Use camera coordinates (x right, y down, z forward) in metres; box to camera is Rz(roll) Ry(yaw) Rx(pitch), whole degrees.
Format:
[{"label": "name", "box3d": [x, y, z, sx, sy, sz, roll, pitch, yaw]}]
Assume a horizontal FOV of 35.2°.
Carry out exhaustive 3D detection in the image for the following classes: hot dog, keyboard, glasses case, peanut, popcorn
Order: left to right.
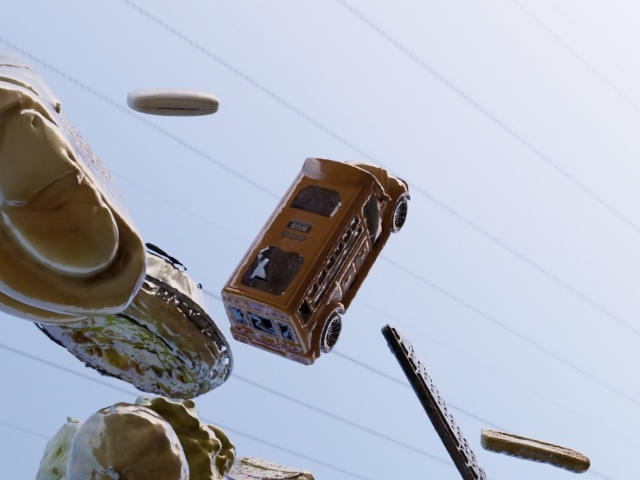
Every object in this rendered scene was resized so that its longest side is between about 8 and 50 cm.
[{"label": "peanut", "box3d": [-0.149, 0.229, 0.813, 0.103, 0.098, 0.229, -51, -33, -48]}, {"label": "popcorn", "box3d": [-0.221, 0.288, 1.229, 0.249, 0.249, 0.225, 11, -107, -44]}, {"label": "glasses case", "box3d": [-0.131, -0.123, 0.899, 0.083, 0.032, 0.021, -2, -62, -23]}, {"label": "keyboard", "box3d": [0.144, 0.220, 0.971, 0.310, 0.018, 0.101, 61, -174, 23]}, {"label": "hot dog", "box3d": [0.260, 0.257, 1.231, 0.044, 0.137, 0.028, -71, -8, -71]}]

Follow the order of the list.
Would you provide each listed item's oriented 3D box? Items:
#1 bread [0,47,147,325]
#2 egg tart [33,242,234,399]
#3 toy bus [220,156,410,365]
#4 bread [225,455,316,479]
[{"label": "bread", "box3d": [-0.216, -0.041, 0.712, 0.121, 0.311, 0.173, -36, -69, -7]}, {"label": "egg tart", "box3d": [-0.186, 0.070, 0.994, 0.234, 0.234, 0.094, 43, -125, -28]}, {"label": "toy bus", "box3d": [0.000, 0.000, 0.821, 0.194, 0.083, 0.088, -59, -29, -31]}, {"label": "bread", "box3d": [-0.053, 0.381, 1.434, 0.192, 0.119, 0.067, 57, -155, -2]}]
